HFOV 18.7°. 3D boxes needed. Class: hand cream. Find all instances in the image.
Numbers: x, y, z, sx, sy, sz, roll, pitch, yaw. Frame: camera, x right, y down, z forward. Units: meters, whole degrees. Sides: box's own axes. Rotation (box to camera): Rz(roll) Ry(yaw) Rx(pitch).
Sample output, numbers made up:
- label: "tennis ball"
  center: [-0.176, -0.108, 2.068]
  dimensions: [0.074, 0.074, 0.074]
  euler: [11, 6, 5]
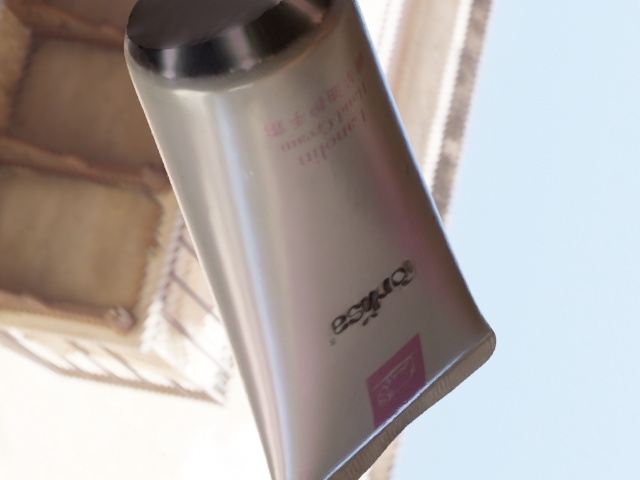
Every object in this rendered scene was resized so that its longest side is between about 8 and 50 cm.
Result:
- label: "hand cream"
  center: [0.000, 0.000, 1.075]
  dimensions: [0.185, 0.359, 0.118]
  euler: [-42, -135, -22]
